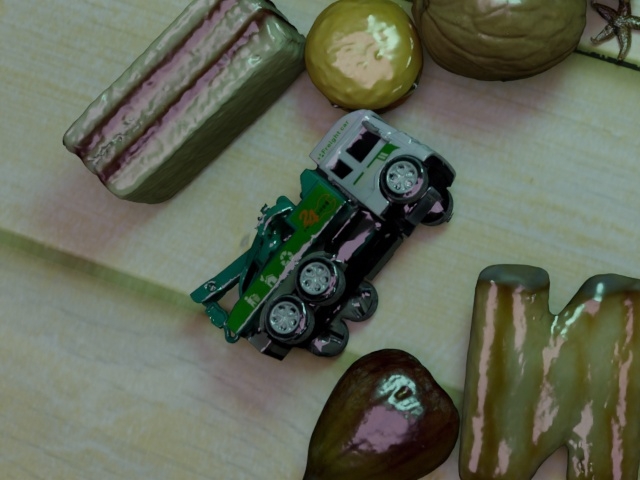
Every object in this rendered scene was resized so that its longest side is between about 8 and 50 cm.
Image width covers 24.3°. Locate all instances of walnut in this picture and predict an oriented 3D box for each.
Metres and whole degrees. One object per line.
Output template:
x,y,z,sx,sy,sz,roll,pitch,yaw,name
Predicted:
0.228,-0.299,1.861,0.228,0.228,0.228,-1,86,10,walnut

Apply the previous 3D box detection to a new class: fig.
0.047,0.269,1.876,0.274,0.145,0.170,-44,80,-11,fig

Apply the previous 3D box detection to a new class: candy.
-0.166,-0.191,1.939,0.321,0.179,0.135,-45,79,4,candy

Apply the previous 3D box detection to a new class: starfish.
0.388,-0.278,1.926,0.078,0.028,0.091,-5,88,15,starfish

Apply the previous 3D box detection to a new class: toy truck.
0.006,0.003,1.903,0.363,0.176,0.178,-48,68,5,toy truck

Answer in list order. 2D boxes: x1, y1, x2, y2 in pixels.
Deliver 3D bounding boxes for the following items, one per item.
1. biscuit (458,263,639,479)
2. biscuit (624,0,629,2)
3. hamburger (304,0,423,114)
0.297,0.180,1.868,0.236,0.062,0.291,5,86,-6,biscuit
0.327,-0.367,1.835,0.040,0.236,0.144,-44,69,21,biscuit
0.058,-0.241,1.935,0.162,0.115,0.162,-1,85,7,hamburger
